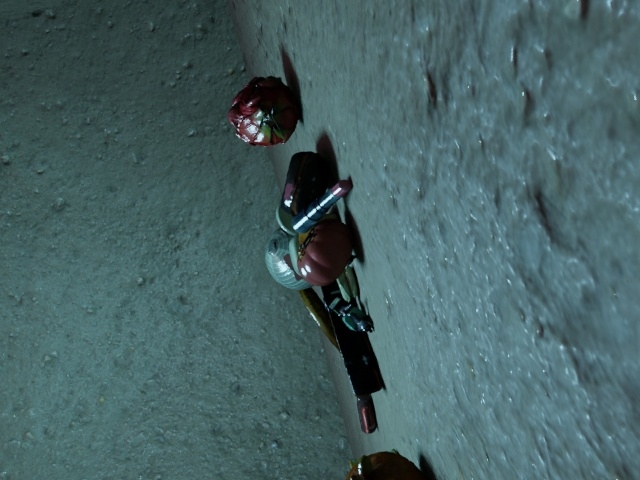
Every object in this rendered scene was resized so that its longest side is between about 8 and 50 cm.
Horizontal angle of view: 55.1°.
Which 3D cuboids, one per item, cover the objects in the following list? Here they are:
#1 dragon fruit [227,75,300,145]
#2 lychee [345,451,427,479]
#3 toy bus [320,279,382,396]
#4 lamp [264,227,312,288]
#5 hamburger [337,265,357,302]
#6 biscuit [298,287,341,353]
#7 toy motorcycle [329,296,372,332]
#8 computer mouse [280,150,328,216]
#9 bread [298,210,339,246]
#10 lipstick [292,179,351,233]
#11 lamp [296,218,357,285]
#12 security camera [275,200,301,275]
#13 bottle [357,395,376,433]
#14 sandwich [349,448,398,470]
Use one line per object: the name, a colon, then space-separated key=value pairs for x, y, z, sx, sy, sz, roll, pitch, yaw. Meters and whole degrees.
dragon fruit: x=-0.179 y=-0.388 z=1.890 sx=0.293 sy=0.233 sz=0.234 roll=-76 pitch=-26 yaw=-71
lychee: x=0.148 y=0.619 z=1.425 sx=0.300 sy=0.255 sz=0.255 roll=43 pitch=-176 yaw=-18
toy bus: x=0.083 y=0.262 z=1.825 sx=0.092 sy=0.093 sz=0.409 roll=70 pitch=-177 yaw=-66
lamp: x=-0.085 y=0.056 z=2.148 sx=0.233 sy=0.233 sz=0.265 roll=82 pitch=166 yaw=-48
hamburger: x=0.078 y=0.130 z=1.741 sx=0.121 sy=0.054 sz=0.084 roll=86 pitch=163 yaw=-73
biscuit: x=0.018 y=0.288 z=2.248 sx=0.318 sy=0.040 sz=0.318 roll=55 pitch=-177 yaw=-5
toy motorcycle: x=0.087 y=0.211 z=1.703 sx=0.100 sy=0.058 sz=0.173 roll=41 pitch=174 yaw=-13
computer mouse: x=-0.042 y=-0.150 z=1.676 sx=0.323 sy=0.116 sz=0.183 roll=-116 pitch=44 yaw=-85
bread: x=0.000 y=0.000 z=1.806 sx=0.241 sy=0.107 sz=0.136 roll=138 pitch=119 yaw=-78
lipstick: x=0.006 y=-0.082 z=1.480 sx=0.234 sy=0.053 sz=0.053 roll=-35 pitch=67 yaw=54
lamp: x=0.020 y=0.034 z=1.569 sx=0.182 sy=0.140 sz=0.182 roll=-57 pitch=10 yaw=17
security camera: x=-0.045 y=-0.026 z=1.996 sx=0.080 sy=0.157 sz=0.302 roll=120 pitch=136 yaw=-62
bottle: x=0.156 y=0.590 z=2.119 sx=0.060 sy=0.060 sz=0.164 roll=-116 pitch=13 yaw=-58
sandwich: x=0.173 y=0.690 z=1.759 sx=0.198 sy=0.155 sz=0.227 roll=-113 pitch=10 yaw=-51
